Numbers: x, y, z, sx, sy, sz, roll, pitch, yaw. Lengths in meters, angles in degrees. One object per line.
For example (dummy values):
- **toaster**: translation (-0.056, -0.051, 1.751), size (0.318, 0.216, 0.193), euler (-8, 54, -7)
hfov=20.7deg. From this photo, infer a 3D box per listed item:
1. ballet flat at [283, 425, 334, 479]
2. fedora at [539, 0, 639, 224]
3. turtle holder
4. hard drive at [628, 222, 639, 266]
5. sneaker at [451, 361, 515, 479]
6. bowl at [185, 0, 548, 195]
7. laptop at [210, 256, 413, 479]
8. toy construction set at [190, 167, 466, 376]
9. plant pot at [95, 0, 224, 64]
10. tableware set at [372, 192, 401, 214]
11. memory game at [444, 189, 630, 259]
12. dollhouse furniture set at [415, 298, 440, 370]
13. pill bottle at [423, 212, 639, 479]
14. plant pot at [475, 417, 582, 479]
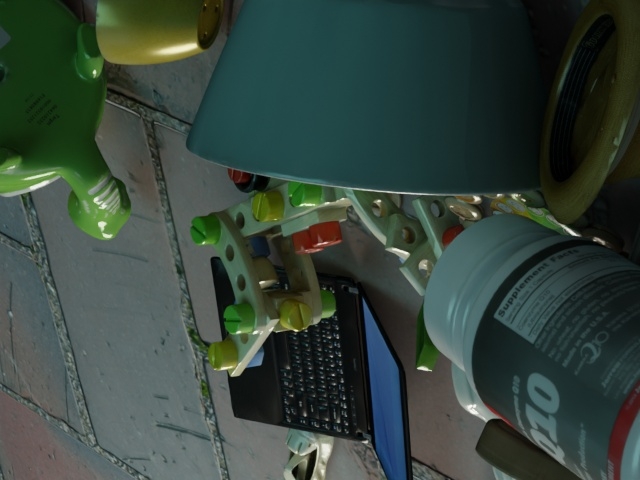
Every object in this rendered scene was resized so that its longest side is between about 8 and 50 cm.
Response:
- **ballet flat**: translation (-0.016, 0.245, 2.041), size (0.057, 0.052, 0.168), euler (35, 142, 31)
- **fedora**: translation (0.225, -0.097, 1.289), size (0.079, 0.194, 0.194), euler (12, 145, -10)
- **turtle holder**: translation (-0.347, -0.160, 2.011), size (0.320, 0.243, 0.227), euler (17, 165, -9)
- **hard drive**: translation (0.343, 0.006, 1.295), size (0.237, 0.064, 0.339), euler (52, 151, 32)
- **sneaker**: translation (0.197, 0.163, 1.669), size (0.094, 0.080, 0.212), euler (6, 133, 42)
- **bowl**: translation (0.050, -0.143, 1.424), size (0.311, 0.312, 0.163), euler (18, 108, 45)
- **laptop**: translation (-0.008, 0.163, 1.868), size (0.264, 0.136, 0.234), euler (9, 128, 19)
- **toy construction set**: translation (0.000, 0.000, 1.676), size (0.328, 0.151, 0.215), euler (-16, 80, 40)
- **plant pot**: translation (-0.153, -0.233, 1.759), size (0.095, 0.134, 0.134), euler (16, 134, 15)
- **tableware set**: translation (0.022, -0.101, 1.719), size (0.141, 0.020, 0.168), euler (29, 139, 38)
- **memory game**: translation (0.187, -0.006, 1.502), size (0.186, 0.012, 0.186), euler (26, 163, 9)
- **dollhouse furniture set**: translation (0.164, 0.090, 1.579), size (0.152, 0.058, 0.076), euler (9, 139, -8)
- **pill bottle**: translation (0.213, 0.093, 1.355), size (0.283, 0.161, 0.161), euler (35, 144, 50)
- **plant pot**: translation (0.262, 0.176, 1.505), size (0.237, 0.237, 0.109), euler (23, 92, 42)
